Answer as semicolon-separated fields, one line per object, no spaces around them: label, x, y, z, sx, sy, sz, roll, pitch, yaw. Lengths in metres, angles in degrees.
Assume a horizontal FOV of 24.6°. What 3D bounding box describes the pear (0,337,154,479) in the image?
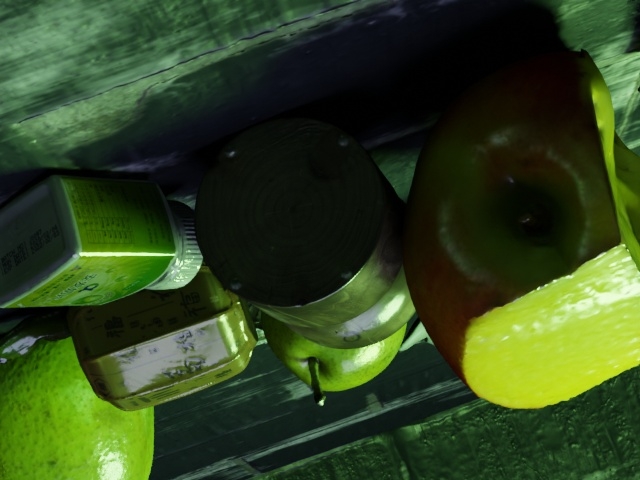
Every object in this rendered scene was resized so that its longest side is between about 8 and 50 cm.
pear;-0.309;0.226;1.708;0.288;0.239;0.139;-13;163;-24

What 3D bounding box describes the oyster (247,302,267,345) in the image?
oyster;-0.083;0.099;1.890;0.177;0.064;0.125;-21;-177;-36

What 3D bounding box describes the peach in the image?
peach;0.208;-0.012;1.407;0.242;0.306;0.380;-22;155;21

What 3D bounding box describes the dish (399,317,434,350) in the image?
dish;0.242;0.055;1.798;0.303;0.120;0.303;-46;170;-11

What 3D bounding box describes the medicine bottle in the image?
medicine bottle;-0.203;0.002;1.359;0.132;0.088;0.188;-31;160;35

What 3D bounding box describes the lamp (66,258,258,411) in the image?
lamp;-0.170;0.092;1.583;0.185;0.161;0.161;-22;164;0

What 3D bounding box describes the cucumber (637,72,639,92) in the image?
cucumber;0.349;-0.202;1.314;0.096;0.096;0.359;-20;165;1

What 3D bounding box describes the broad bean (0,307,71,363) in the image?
broad bean;-0.284;0.099;1.663;0.195;0.046;0.061;-13;150;-34

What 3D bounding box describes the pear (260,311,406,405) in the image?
pear;0.006;0.104;1.727;0.166;0.180;0.216;-25;-152;40

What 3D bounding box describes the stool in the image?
stool;0.000;0.000;1.426;0.179;0.179;0.264;-21;164;7
